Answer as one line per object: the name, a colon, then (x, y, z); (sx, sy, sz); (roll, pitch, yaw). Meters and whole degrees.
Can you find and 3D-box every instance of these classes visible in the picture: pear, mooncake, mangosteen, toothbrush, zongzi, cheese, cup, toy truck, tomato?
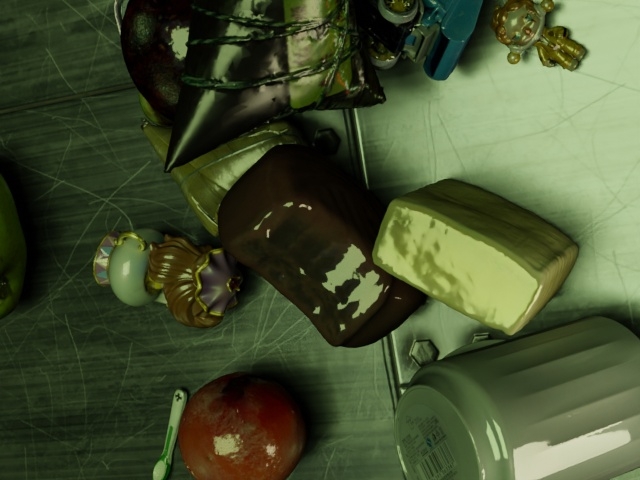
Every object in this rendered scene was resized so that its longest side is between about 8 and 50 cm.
pear: (-0.625, 0.007, 2.173); (0.286, 0.176, 0.282); (-39, 84, 28)
mooncake: (0.000, 0.000, 1.820); (0.174, 0.334, 0.326); (-42, 69, 16)
mangosteen: (-0.183, -0.301, 1.886); (0.288, 0.288, 0.288); (4, 100, 23)
toothbrush: (-0.282, 0.404, 2.164); (0.030, 0.030, 0.304); (21, 106, 19)
zongzi: (-0.161, -0.166, 1.991); (0.228, 0.115, 0.256); (-43, 69, 18)
cheese: (0.230, 0.015, 1.754); (0.242, 0.265, 0.124); (24, 107, 17)
cup: (0.267, 0.239, 1.728); (0.323, 0.326, 0.237); (33, 129, 51)
toy truck: (0.080, -0.396, 1.789); (0.367, 0.175, 0.146); (45, 156, 10)
zongzi: (-0.107, -0.275, 1.651); (0.319, 0.362, 0.384); (23, 141, 53)
tomato: (-0.126, 0.314, 1.986); (0.208, 0.208, 0.184); (31, 108, 16)

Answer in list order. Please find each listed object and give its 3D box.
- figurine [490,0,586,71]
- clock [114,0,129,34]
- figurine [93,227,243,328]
figurine: (0.321, -0.306, 1.780); (0.143, 0.068, 0.101); (9, 106, 9)
clock: (-0.280, -0.354, 2.032); (0.110, 0.050, 0.153); (-14, 93, 24)
figurine: (-0.246, 0.059, 2.029); (0.263, 0.189, 0.142); (14, 63, 24)
